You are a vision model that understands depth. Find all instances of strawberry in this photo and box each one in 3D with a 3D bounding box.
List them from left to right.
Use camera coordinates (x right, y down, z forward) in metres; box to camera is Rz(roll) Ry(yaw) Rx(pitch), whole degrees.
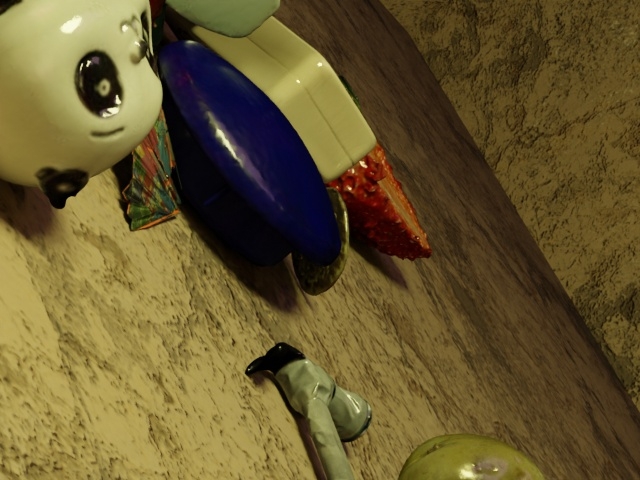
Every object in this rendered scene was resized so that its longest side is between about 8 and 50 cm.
[{"bbox_3d":[0.040,-0.070,2.357,0.188,0.106,0.286,-103,166,-55],"label":"strawberry"}]

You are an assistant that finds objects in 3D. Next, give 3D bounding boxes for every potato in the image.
[{"bbox_3d":[0.132,0.244,1.665,0.200,0.137,0.154,8,82,-77],"label":"potato"}]

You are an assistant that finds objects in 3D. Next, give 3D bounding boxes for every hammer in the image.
[{"bbox_3d":[0.039,0.237,1.532,0.152,0.044,0.427,42,16,-40],"label":"hammer"}]

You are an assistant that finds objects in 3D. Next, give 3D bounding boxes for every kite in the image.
[{"bbox_3d":[-0.156,-0.090,1.691,0.183,0.014,0.241,62,22,-55],"label":"kite"}]

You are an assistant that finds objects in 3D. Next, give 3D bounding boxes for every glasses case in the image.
[{"bbox_3d":[-0.066,-0.188,2.098,0.144,0.076,0.336,55,-7,-36],"label":"glasses case"}]

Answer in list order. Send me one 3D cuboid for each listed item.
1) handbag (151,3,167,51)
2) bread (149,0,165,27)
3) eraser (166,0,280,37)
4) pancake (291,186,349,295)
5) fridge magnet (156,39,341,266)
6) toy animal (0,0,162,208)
[{"bbox_3d":[-0.245,-0.314,1.965,0.238,0.089,0.326,54,12,8],"label":"handbag"},{"bbox_3d":[-0.189,-0.226,1.580,0.135,0.232,0.247,40,19,0],"label":"bread"},{"bbox_3d":[-0.158,-0.351,1.945,0.189,0.104,0.290,42,15,-50],"label":"eraser"},{"bbox_3d":[-0.001,0.000,1.958,0.011,0.115,0.115,8,38,-33],"label":"pancake"},{"bbox_3d":[-0.075,-0.078,1.853,0.265,0.113,0.265,50,11,-13],"label":"fridge magnet"},{"bbox_3d":[-0.213,-0.149,1.370,0.235,0.165,0.187,51,33,-4],"label":"toy animal"}]
